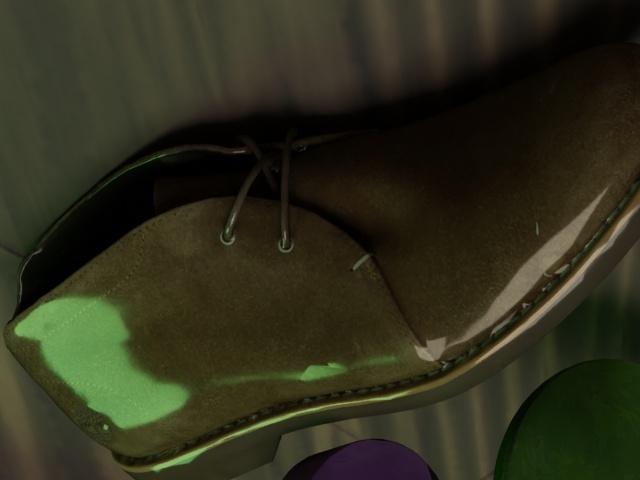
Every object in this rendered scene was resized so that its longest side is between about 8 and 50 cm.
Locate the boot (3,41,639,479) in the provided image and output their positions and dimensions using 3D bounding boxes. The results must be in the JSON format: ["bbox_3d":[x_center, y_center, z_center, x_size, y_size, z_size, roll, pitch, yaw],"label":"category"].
[{"bbox_3d":[0.000,0.000,0.644,0.305,0.112,0.115,-30,122,29],"label":"boot"}]

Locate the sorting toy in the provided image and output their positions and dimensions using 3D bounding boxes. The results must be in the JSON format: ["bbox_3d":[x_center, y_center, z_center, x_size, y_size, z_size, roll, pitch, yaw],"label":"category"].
[{"bbox_3d":[0.123,0.127,0.765,0.366,0.127,0.126,1,165,-30],"label":"sorting toy"}]
